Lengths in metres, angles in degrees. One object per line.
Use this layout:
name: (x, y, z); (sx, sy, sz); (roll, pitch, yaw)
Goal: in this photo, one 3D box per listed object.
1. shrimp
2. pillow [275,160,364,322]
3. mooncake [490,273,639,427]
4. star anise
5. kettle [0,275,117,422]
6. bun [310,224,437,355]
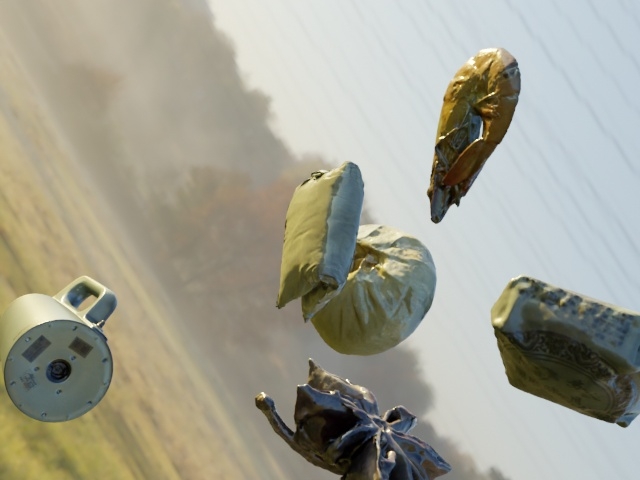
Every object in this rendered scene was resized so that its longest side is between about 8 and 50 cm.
shrimp: (0.211, -0.146, 1.935); (0.061, 0.267, 0.145); (28, -6, -37)
pillow: (0.000, 0.000, 1.720); (0.078, 0.181, 0.134); (20, -25, -19)
mooncake: (0.382, 0.176, 2.078); (0.254, 0.136, 0.250); (20, -23, 22)
star anise: (0.032, 0.205, 1.399); (0.231, 0.089, 0.209); (31, 15, -6)
kettle: (-0.405, 0.145, 2.124); (0.160, 0.210, 0.243); (46, -4, -24)
bun: (0.059, 0.059, 1.968); (0.127, 0.222, 0.222); (37, 10, -36)
